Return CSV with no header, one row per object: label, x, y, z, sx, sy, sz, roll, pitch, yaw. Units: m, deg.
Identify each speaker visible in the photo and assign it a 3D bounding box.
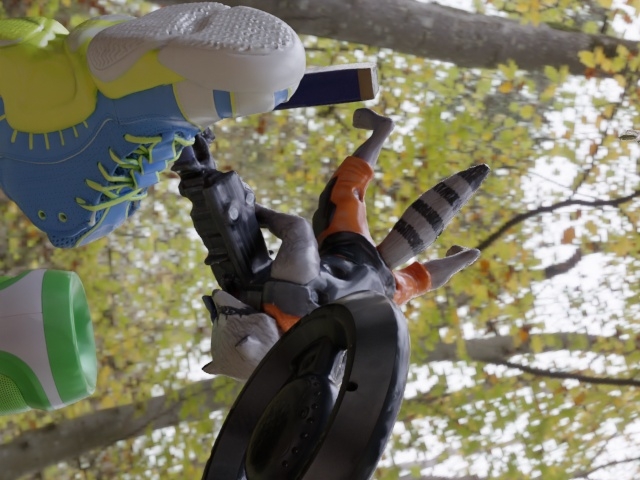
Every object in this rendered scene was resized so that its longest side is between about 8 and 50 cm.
speaker,-0.349,0.102,0.950,0.296,0.131,0.131,-9,-95,-4

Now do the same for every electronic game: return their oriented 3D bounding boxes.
electronic game,-0.016,0.135,0.758,0.229,0.048,0.229,-49,-160,24

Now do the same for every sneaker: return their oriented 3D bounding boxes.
sneaker,-0.099,-0.057,0.595,0.240,0.091,0.126,10,-63,40

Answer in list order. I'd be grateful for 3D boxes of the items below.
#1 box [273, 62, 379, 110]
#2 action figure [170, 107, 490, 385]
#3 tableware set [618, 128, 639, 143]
box,-0.056,-0.149,1.123,0.225,0.136,0.036,-7,-79,6
action figure,0.000,0.000,1.042,0.178,0.330,0.341,-1,-55,44
tableware set,0.315,-0.099,0.857,0.128,0.194,0.039,-36,-84,3
